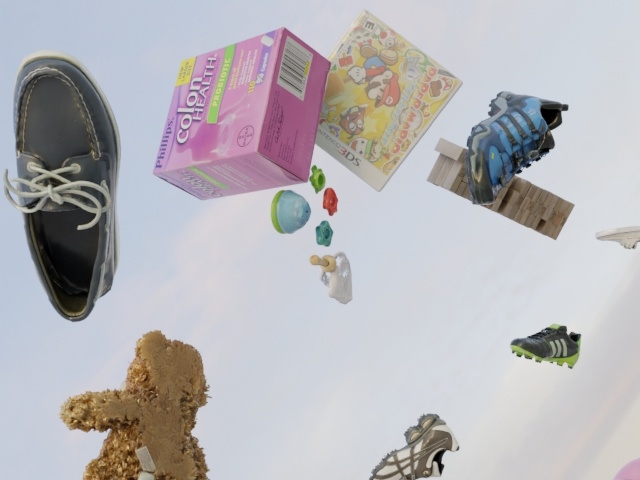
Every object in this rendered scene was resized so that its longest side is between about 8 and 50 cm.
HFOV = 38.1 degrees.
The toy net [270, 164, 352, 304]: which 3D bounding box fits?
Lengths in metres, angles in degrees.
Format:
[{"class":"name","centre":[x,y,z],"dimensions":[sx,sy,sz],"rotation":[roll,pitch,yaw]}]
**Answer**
[{"class":"toy net","centre":[0.000,0.000,1.458],"dimensions":[0.122,0.045,0.232],"rotation":[-60,-42,-40]}]

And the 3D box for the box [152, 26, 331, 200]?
[{"class":"box","centre":[-0.125,-0.194,1.468],"dimensions":[0.117,0.243,0.213],"rotation":[29,-115,-42]}]

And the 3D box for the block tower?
[{"class":"block tower","centre":[0.370,-0.102,1.918],"dimensions":[0.336,0.091,0.097],"rotation":[23,-83,-32]}]

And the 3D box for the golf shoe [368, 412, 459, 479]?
[{"class":"golf shoe","centre":[0.161,0.397,1.626],"dimensions":[0.198,0.094,0.077],"rotation":[-52,-23,17]}]

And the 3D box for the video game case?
[{"class":"video game case","centre":[0.084,-0.230,1.523],"dimensions":[0.227,0.206,0.026],"rotation":[-53,-3,6]}]

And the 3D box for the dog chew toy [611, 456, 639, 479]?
[{"class":"dog chew toy","centre":[0.587,0.529,1.725],"dimensions":[0.332,0.206,0.206],"rotation":[-13,-49,-36]}]

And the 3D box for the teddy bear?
[{"class":"teddy bear","centre":[-0.241,0.291,1.234],"dimensions":[0.245,0.337,0.113],"rotation":[15,-34,-40]}]

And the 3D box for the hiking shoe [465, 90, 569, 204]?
[{"class":"hiking shoe","centre":[0.348,-0.175,1.660],"dimensions":[0.304,0.132,0.113],"rotation":[-60,-37,-40]}]

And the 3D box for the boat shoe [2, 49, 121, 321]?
[{"class":"boat shoe","centre":[-0.231,-0.041,0.832],"dimensions":[0.079,0.095,0.254],"rotation":[-92,7,-56]}]

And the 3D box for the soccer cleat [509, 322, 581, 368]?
[{"class":"soccer cleat","centre":[0.388,0.176,1.597],"dimensions":[0.179,0.060,0.072],"rotation":[14,-91,-42]}]

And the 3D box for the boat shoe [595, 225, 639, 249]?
[{"class":"boat shoe","centre":[0.462,-0.003,1.380],"dimensions":[0.035,0.100,0.035],"rotation":[25,-121,-82]}]
